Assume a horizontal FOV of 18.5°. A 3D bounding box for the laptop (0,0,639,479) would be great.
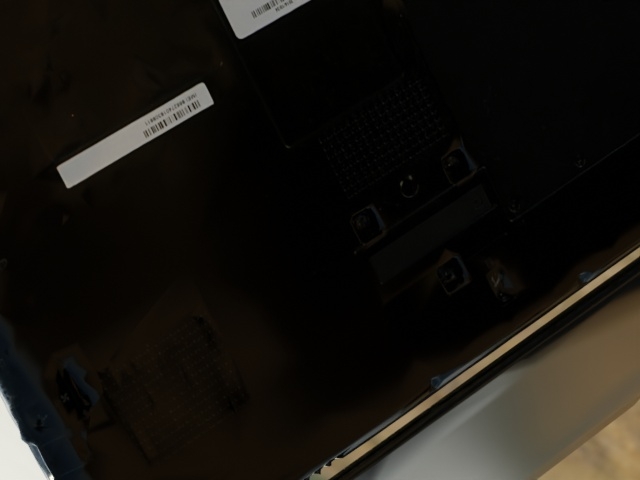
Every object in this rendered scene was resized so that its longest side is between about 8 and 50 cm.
[{"bbox_3d":[0.000,0.000,0.562,0.136,0.234,0.264,3,123,62],"label":"laptop"}]
